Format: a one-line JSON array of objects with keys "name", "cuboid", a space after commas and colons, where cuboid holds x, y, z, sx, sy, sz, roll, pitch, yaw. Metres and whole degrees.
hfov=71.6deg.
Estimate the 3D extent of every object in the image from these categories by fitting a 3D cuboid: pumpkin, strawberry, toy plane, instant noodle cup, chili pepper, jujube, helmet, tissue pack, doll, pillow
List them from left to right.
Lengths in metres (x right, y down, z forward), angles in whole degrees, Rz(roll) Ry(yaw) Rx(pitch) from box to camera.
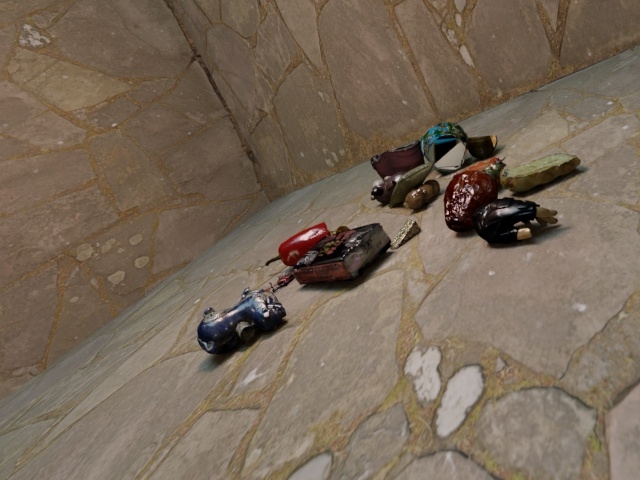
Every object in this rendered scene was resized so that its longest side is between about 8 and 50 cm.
[{"name": "toy plane", "cuboid": [-0.157, 0.168, 1.772, 0.145, 0.037, 0.060, -27, 23, -13]}, {"name": "chili pepper", "cuboid": [-0.108, 0.047, 1.899, 0.338, 0.134, 0.131, -22, 37, 9]}, {"name": "tissue pack", "cuboid": [0.068, 0.060, 1.573, 0.245, 0.123, 0.332, -44, 17, -32]}, {"name": "doll", "cuboid": [0.357, -0.261, 2.157, 0.257, 0.117, 0.182, -21, -14, 25]}, {"name": "helmet", "cuboid": [0.428, -0.405, 2.392, 0.271, 0.197, 0.338, -22, 5, -15]}, {"name": "pillow", "cuboid": [0.396, -0.243, 1.952, 0.185, 0.075, 0.302, -31, -13, -8]}, {"name": "instant noodle cup", "cuboid": [0.608, -0.445, 2.150, 0.240, 0.240, 0.178, -22, 18, 21]}, {"name": "jujube", "cuboid": [0.470, -0.120, 1.413, 0.168, 0.168, 0.236, -13, 35, 47]}, {"name": "strawberry", "cuboid": [0.579, -0.222, 1.661, 0.174, 0.098, 0.228, -34, 12, -29]}, {"name": "pumpkin", "cuboid": [0.756, -0.437, 2.070, 0.119, 0.107, 0.183, -3, 11, 41]}]

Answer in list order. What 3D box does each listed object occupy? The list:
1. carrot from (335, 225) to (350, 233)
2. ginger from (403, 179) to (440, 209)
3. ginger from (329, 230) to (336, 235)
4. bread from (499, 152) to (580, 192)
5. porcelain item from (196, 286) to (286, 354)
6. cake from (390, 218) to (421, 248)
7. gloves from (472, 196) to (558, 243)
[{"name": "carrot", "cuboid": [0.092, -0.010, 1.893, 0.069, 0.069, 0.228, -24, 15, 14]}, {"name": "ginger", "cuboid": [0.431, -0.195, 1.855, 0.204, 0.080, 0.104, -31, -19, -41]}, {"name": "ginger", "cuboid": [0.000, 0.000, 2.054, 0.176, 0.052, 0.193, -27, 22, 6]}, {"name": "bread", "cuboid": [0.706, -0.219, 1.443, 0.232, 0.088, 0.128, -19, 24, 9]}, {"name": "porcelain item", "cuboid": [-0.254, 0.270, 1.436, 0.288, 0.138, 0.186, -29, 30, -22]}, {"name": "cake", "cuboid": [0.294, -0.024, 1.576, 0.140, 0.055, 0.051, -36, 22, -25]}, {"name": "gloves", "cuboid": [0.518, -0.060, 1.179, 0.203, 0.124, 0.164, -25, 30, 44]}]
